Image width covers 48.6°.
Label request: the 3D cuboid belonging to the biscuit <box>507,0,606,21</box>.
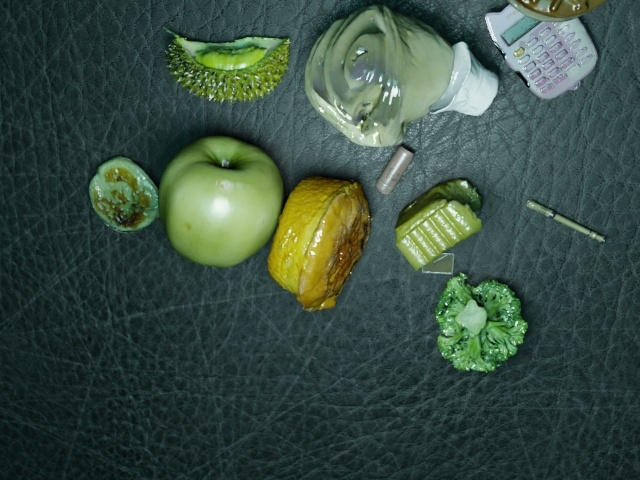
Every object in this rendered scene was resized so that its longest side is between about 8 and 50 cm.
[{"bbox_3d":[0.557,-0.674,1.642,0.332,0.103,0.331,0,99,3],"label":"biscuit"}]

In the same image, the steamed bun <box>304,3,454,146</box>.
[{"bbox_3d":[0.127,-0.399,1.758,0.352,0.247,0.339,31,118,10],"label":"steamed bun"}]

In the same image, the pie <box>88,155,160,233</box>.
[{"bbox_3d":[-0.580,-0.131,2.115,0.241,0.054,0.240,4,112,11],"label":"pie"}]

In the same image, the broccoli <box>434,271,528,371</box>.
[{"bbox_3d":[0.435,0.233,1.975,0.262,0.241,0.269,32,84,18],"label":"broccoli"}]

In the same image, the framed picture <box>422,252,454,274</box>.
[{"bbox_3d":[0.338,0.064,2.039,0.089,0.006,0.066,3,110,9],"label":"framed picture"}]

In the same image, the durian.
[{"bbox_3d":[-0.252,-0.468,1.917,0.352,0.158,0.169,3,76,9],"label":"durian"}]

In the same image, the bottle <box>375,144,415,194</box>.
[{"bbox_3d":[0.204,-0.193,1.943,0.053,0.053,0.140,31,113,-2],"label":"bottle"}]

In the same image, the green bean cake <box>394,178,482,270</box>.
[{"bbox_3d":[0.312,-0.057,1.875,0.233,0.236,0.124,-35,100,22],"label":"green bean cake"}]

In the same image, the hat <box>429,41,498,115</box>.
[{"bbox_3d":[0.367,-0.390,1.789,0.126,0.203,0.203,16,114,-20],"label":"hat"}]

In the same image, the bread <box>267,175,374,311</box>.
[{"bbox_3d":[-0.001,0.003,1.928,0.204,0.337,0.358,23,115,24],"label":"bread"}]

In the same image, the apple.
[{"bbox_3d":[-0.268,-0.098,1.913,0.358,0.357,0.357,4,111,9],"label":"apple"}]

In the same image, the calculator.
[{"bbox_3d":[0.557,-0.495,1.774,0.194,0.043,0.294,-37,103,20],"label":"calculator"}]

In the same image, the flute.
[{"bbox_3d":[0.666,-0.052,1.923,0.233,0.027,0.027,26,113,0],"label":"flute"}]
